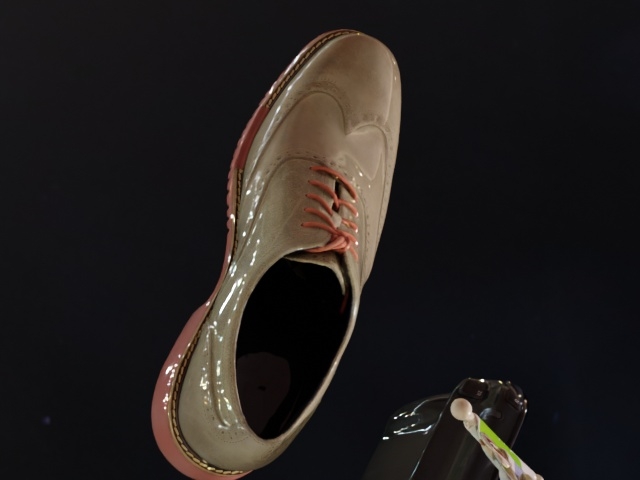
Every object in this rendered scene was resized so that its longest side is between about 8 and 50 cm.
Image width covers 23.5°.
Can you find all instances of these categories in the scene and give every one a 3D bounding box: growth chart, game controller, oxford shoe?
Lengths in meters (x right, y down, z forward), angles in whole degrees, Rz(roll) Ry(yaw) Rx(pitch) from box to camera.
[{"bbox_3d":[0.189,0.222,1.089,0.021,0.172,0.237,-43,-129,2],"label":"growth chart"},{"bbox_3d":[0.065,0.245,1.275,0.067,0.166,0.319,41,-128,-12],"label":"game controller"},{"bbox_3d":[0.000,0.000,1.054,0.123,0.130,0.348,25,-111,-21],"label":"oxford shoe"}]
